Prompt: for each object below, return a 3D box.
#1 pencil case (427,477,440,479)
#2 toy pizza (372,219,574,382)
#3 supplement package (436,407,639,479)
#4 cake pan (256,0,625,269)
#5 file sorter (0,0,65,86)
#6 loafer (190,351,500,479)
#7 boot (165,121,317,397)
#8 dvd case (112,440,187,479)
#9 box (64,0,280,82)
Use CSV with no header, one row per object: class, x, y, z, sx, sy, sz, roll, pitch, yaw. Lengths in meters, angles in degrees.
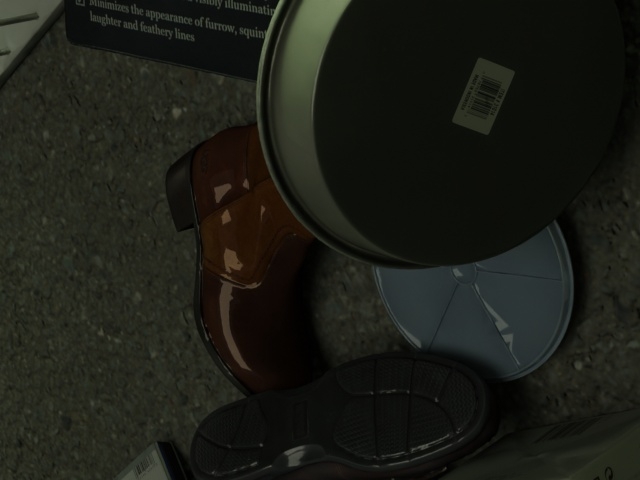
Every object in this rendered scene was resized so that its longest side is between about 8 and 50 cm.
pencil case,0.000,0.286,1.514,0.306,0.133,0.119,-12,139,44
toy pizza,0.127,0.020,1.372,0.201,0.032,0.201,15,115,36
supplement package,0.217,0.302,1.295,0.177,0.175,0.293,-17,94,42
cake pan,0.098,-0.109,1.177,0.054,0.293,0.293,-142,49,-57
file sorter,-0.368,-0.277,1.604,0.277,0.173,0.193,-40,78,43
loafer,0.030,0.170,1.442,0.302,0.095,0.109,-14,56,31
boot,0.000,0.000,1.439,0.280,0.096,0.264,-24,76,46
dvd case,-0.171,0.353,1.691,0.179,0.029,0.239,-42,59,30
box,-0.035,-0.337,1.262,0.293,0.212,0.395,17,116,37
